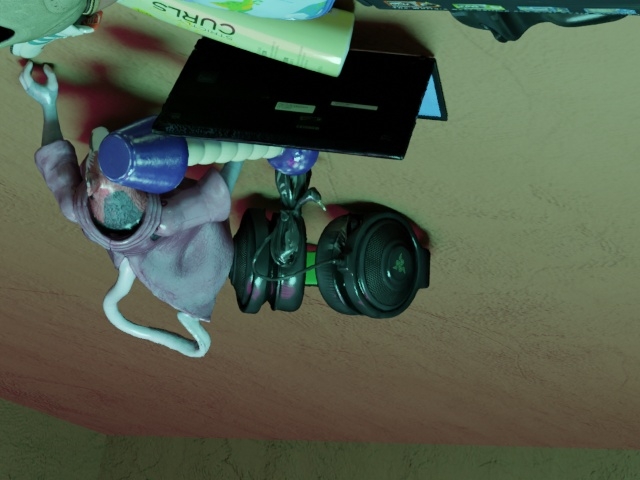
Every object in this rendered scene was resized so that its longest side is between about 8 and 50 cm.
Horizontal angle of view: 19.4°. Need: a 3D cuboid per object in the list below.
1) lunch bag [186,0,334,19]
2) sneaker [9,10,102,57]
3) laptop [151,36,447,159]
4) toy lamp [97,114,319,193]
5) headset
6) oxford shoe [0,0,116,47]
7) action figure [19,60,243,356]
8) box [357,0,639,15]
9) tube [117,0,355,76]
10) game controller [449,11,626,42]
[{"bbox_3d":[-0.082,-0.250,1.466,0.219,0.090,0.176,12,161,-11],"label":"lunch bag"},{"bbox_3d":[-0.247,-0.205,1.765,0.075,0.057,0.161,17,160,-7],"label":"sneaker"},{"bbox_3d":[-0.011,-0.114,1.798,0.234,0.264,0.136,6,127,11],"label":"laptop"},{"bbox_3d":[-0.111,-0.089,1.870,0.080,0.080,0.275,-4,-179,39],"label":"toy lamp"},{"bbox_3d":[0.000,0.000,2.270,0.243,0.185,0.394,1,178,13],"label":"headset"},{"bbox_3d":[-0.210,-0.210,1.286,0.123,0.130,0.348,50,169,11],"label":"oxford shoe"},{"bbox_3d":[-0.219,-0.030,2.017,0.248,0.275,0.370,14,178,5],"label":"action figure"},{"bbox_3d":[0.191,-0.194,1.117,0.395,0.097,0.318,3,180,11],"label":"box"},{"bbox_3d":[-0.091,-0.205,1.683,0.240,0.062,0.070,16,129,-2],"label":"tube"},{"bbox_3d":[0.148,-0.241,1.437,0.166,0.067,0.319,-11,159,17],"label":"game controller"}]
